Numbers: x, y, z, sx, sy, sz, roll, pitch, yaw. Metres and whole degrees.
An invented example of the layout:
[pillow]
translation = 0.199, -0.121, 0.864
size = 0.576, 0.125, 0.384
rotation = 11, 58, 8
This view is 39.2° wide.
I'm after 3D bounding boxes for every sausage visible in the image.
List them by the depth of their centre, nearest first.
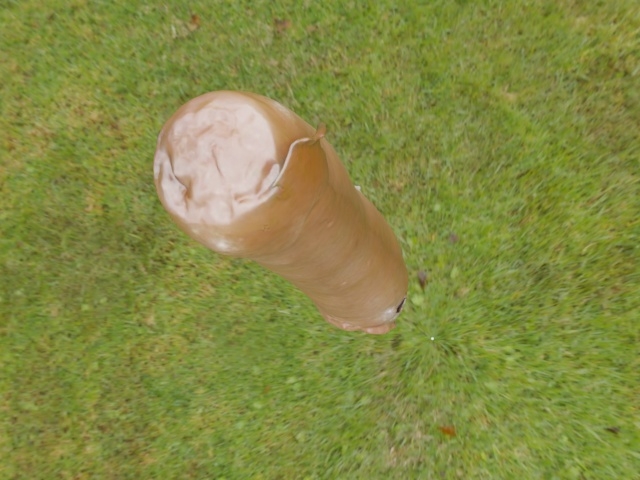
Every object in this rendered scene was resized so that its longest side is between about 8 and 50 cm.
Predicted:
[sausage]
translation = 0.000, 0.000, 0.624
size = 0.094, 0.419, 0.094
rotation = -42, 70, 1
